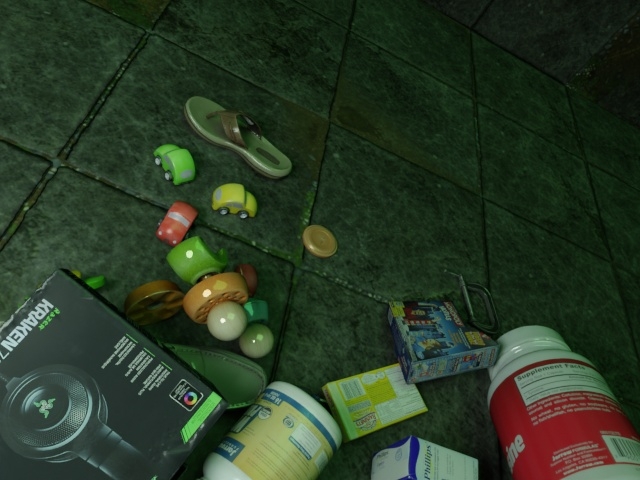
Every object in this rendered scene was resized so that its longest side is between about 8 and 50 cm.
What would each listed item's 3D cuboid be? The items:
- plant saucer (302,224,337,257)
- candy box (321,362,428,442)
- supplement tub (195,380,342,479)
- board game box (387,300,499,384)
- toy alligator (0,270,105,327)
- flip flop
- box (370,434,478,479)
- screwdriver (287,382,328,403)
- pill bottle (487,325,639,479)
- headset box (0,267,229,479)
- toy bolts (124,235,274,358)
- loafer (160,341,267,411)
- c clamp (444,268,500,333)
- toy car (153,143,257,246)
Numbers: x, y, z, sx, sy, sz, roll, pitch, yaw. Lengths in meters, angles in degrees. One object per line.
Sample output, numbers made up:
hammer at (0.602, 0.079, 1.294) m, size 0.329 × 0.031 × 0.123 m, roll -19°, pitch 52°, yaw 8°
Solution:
plant saucer at (0.000, 0.000, 1.227) m, size 0.084 × 0.013 × 0.083 m, roll 16°, pitch 50°, yaw -20°
candy box at (0.105, 0.296, 1.041) m, size 0.206 × 0.027 × 0.105 m, roll -3°, pitch 61°, yaw -40°
supplement tub at (-0.078, 0.325, 0.819) m, size 0.144 × 0.144 × 0.199 m, roll 42°, pitch 59°, yaw 3°
board game box at (0.248, 0.202, 1.135) m, size 0.194 × 0.060 × 0.194 m, roll 2°, pitch 30°, yaw -8°
toy alligator at (-0.428, 0.093, 0.866) m, size 0.051 × 0.056 × 0.190 m, roll 15°, pitch 31°, yaw 36°
flip flop at (-0.177, -0.242, 1.258) m, size 0.277 × 0.080 × 0.112 m, roll 36°, pitch 45°, yaw -3°
box at (0.174, 0.399, 0.946) m, size 0.137 × 0.126 × 0.072 m, roll 24°, pitch 49°, yaw -13°
screwdriver at (0.011, 0.288, 1.003) m, size 0.170 × 0.025 × 0.024 m, roll 21°, pitch 48°, yaw -16°
pill bottle at (0.446, 0.354, 1.032) m, size 0.229 × 0.229 × 0.407 m, roll 23°, pitch 28°, yaw -15°
headset box at (-0.291, 0.215, 0.686) m, size 0.283 × 0.131 × 0.246 m, roll 44°, pitch 74°, yaw -13°
toy bolts at (-0.178, 0.130, 0.917) m, size 0.158 × 0.218 × 0.228 m, roll 60°, pitch 15°, yaw 26°
loafer at (-0.228, 0.209, 0.839) m, size 0.320 × 0.111 × 0.111 m, roll 9°, pitch 82°, yaw -22°
c clamp at (0.366, 0.149, 1.335) m, size 0.137 × 0.022 × 0.160 m, roll 12°, pitch 49°, yaw -31°
toy car at (-0.260, -0.116, 1.127) m, size 0.239 × 0.053 × 0.225 m, roll -24°, pitch 72°, yaw -42°
